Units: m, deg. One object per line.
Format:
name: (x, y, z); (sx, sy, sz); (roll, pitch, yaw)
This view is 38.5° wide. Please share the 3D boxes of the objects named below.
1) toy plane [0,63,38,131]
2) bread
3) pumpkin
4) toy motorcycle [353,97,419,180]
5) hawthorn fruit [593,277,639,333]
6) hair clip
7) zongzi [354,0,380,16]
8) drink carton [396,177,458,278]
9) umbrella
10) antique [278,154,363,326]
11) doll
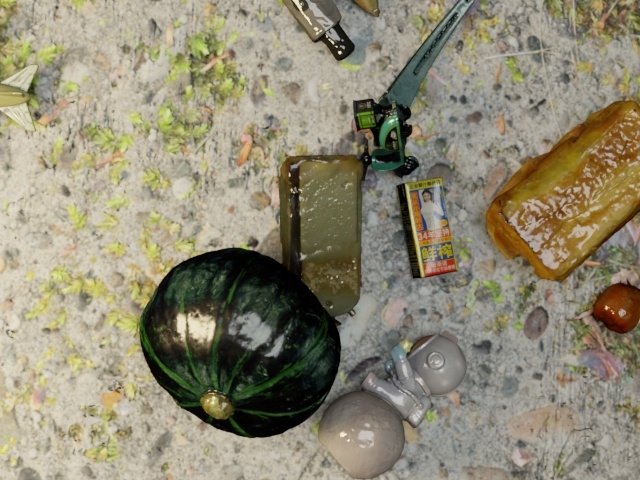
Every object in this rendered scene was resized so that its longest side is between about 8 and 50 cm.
toy plane: (-0.576, -0.235, 1.457); (0.244, 0.092, 0.229); (3, 90, -7)
bread: (0.446, -0.084, 1.568); (0.344, 0.149, 0.195); (-38, 82, -7)
pumpkin: (-0.126, 0.169, 1.402); (0.315, 0.315, 0.238); (34, 43, -5)
toy motorcycle: (0.109, -0.165, 1.532); (0.100, 0.173, 0.058); (-6, 50, 8)
hawthorn fruit: (0.528, 0.111, 1.606); (0.081, 0.081, 0.093); (42, 81, -4)
hair clip: (0.185, -0.326, 1.587); (0.048, 0.083, 0.275); (35, 77, -8)
zongzi: (0.064, -0.507, 1.569); (0.197, 0.099, 0.194); (37, 65, -37)
drink carton: (0.182, -0.021, 1.574); (0.071, 0.056, 0.165); (-9, 89, -16)
umbrella: (-0.053, -0.450, 1.552); (0.073, 0.067, 0.337); (-35, 94, 5)
antique: (0.000, 0.000, 1.514); (0.125, 0.150, 0.284); (-2, 96, -9)
doll: (0.129, 0.263, 1.514); (0.287, 0.151, 0.151); (-41, 94, -10)
